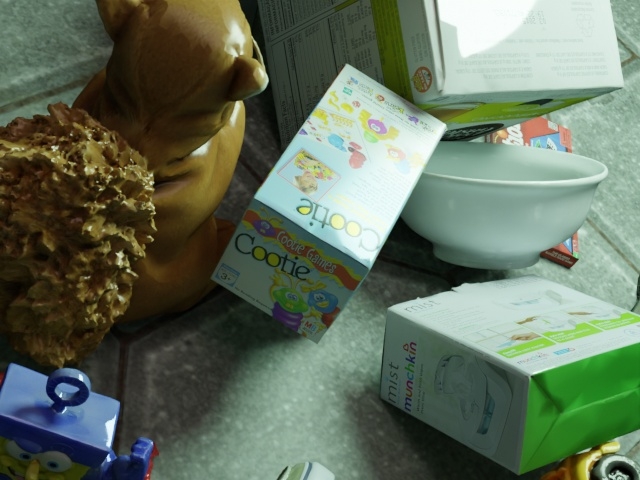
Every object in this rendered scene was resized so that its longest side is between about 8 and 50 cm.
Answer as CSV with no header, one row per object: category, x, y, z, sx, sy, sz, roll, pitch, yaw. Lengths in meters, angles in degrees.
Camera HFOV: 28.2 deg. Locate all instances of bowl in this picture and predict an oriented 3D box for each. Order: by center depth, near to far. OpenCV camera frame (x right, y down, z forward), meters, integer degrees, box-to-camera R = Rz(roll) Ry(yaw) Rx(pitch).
bowl,0.223,-0.043,1.676,0.298,0.134,0.298,2,13,-1

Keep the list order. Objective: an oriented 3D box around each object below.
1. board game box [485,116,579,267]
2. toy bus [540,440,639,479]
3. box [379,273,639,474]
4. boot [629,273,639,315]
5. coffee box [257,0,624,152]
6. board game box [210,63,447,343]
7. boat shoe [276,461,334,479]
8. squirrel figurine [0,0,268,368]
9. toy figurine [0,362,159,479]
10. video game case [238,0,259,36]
board game box,0.313,-0.093,1.900,0.145,0.027,0.281,21,45,-14
toy bus,0.257,0.341,1.413,0.211,0.149,0.220,3,48,-11
box,0.241,0.142,1.495,0.262,0.127,0.231,-11,22,-39
boot,0.507,0.071,1.780,0.083,0.161,0.246,29,43,-7
coffee box,0.144,-0.316,1.687,0.337,0.334,0.338,-6,84,-37
board game box,0.013,-0.046,1.424,0.144,0.142,0.275,32,44,0
boat shoe,-0.085,0.312,1.228,0.094,0.109,0.302,36,45,3
squirrel figurine,-0.198,-0.075,1.298,0.281,0.370,0.397,36,42,0
toy figurine,-0.277,0.155,1.159,0.362,0.217,0.191,24,44,-14
video game case,-0.214,-0.386,1.822,0.274,0.026,0.196,23,44,-15
